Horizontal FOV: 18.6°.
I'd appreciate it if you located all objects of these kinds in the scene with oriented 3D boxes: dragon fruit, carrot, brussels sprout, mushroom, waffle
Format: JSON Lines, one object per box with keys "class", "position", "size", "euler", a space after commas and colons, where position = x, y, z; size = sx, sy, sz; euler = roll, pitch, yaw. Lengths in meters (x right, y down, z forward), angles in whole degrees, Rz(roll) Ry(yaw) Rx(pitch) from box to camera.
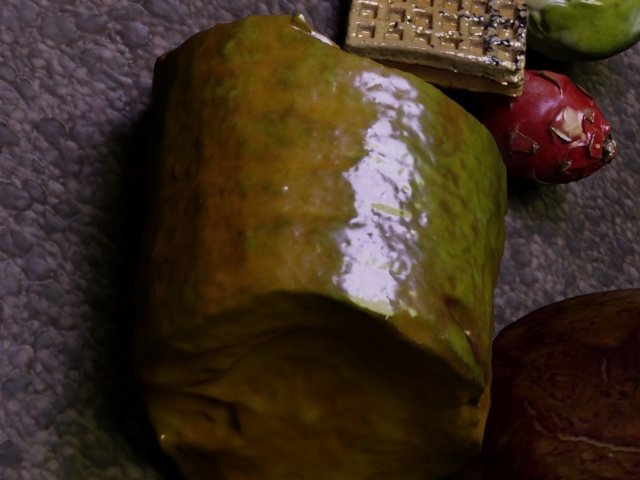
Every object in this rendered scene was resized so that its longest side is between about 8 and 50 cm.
{"class": "dragon fruit", "position": [0.155, -0.110, 1.592], "size": [0.190, 0.094, 0.094], "euler": [41, 38, 25]}
{"class": "carrot", "position": [0.000, 0.000, 1.266], "size": [0.241, 0.241, 0.341], "euler": [24, 52, -28]}
{"class": "brussels sprout", "position": [0.214, -0.214, 1.670], "size": [0.155, 0.117, 0.155], "euler": [11, 46, -12]}
{"class": "mushroom", "position": [0.238, 0.160, 1.314], "size": [0.345, 0.239, 0.345], "euler": [-1, 61, 2]}
{"class": "waffle", "position": [0.092, -0.170, 1.548], "size": [0.148, 0.042, 0.102], "euler": [9, 54, -3]}

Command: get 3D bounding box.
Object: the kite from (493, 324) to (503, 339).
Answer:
{"class": "kite", "position": [0.072, 0.100, 1.359], "size": [0.011, 0.139, 0.157], "euler": [54, 4, -12]}
